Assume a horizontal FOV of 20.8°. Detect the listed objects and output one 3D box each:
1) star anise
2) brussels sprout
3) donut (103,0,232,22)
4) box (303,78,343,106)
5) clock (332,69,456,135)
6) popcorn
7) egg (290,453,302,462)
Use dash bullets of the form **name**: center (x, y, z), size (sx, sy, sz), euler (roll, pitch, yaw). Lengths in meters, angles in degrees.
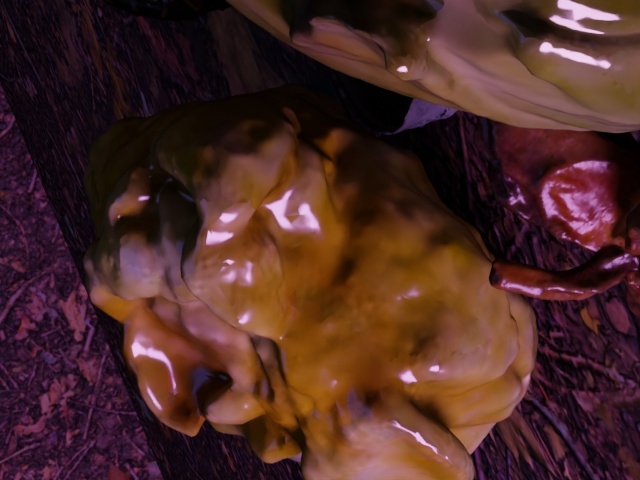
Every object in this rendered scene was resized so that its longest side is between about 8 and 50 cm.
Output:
- **star anise**: center (0.176, -0.004, 0.908), size (0.212, 0.111, 0.196), euler (28, -169, 15)
- **brussels sprout**: center (0.066, -0.178, 0.771), size (0.328, 0.328, 0.247), euler (18, 87, 68)
- **donut**: center (-0.135, -0.278, 1.378), size (0.235, 0.089, 0.235), euler (19, 130, 25)
- **box**: center (0.000, 0.000, 1.497), size (0.245, 0.092, 0.153), euler (67, 164, 1)
- **clock**: center (0.040, -0.183, 1.151), size (0.226, 0.049, 0.226), euler (166, 90, -74)
- **popcorn**: center (-0.002, 0.022, 1.228), size (0.292, 0.334, 0.293), euler (-41, 30, 52)
- **egg**: center (-0.004, 0.159, 1.681), size (0.114, 0.114, 0.152), euler (63, 167, 10)
